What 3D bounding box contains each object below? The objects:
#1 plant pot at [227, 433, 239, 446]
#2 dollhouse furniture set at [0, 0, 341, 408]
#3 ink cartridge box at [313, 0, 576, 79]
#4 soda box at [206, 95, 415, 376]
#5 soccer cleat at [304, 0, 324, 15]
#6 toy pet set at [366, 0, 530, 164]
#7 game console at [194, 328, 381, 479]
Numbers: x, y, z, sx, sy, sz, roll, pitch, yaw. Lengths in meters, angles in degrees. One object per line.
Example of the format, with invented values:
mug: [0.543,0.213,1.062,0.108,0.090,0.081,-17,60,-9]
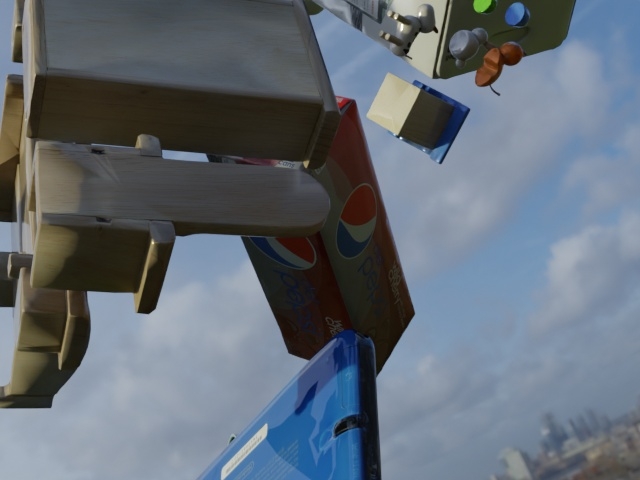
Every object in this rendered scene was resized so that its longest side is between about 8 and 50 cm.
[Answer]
plant pot: [-0.040,0.452,1.838,0.196,0.293,0.293,-1,-21,-13]
dollhouse furniture set: [-0.122,0.017,0.761,0.174,0.303,0.355,3,-46,-19]
ink cartridge box: [0.111,-0.306,1.243,0.211,0.289,0.121,-22,-44,-34]
soda box: [0.000,0.000,0.917,0.083,0.092,0.263,-56,-33,-29]
soccer cleat: [0.004,-0.514,1.796,0.116,0.331,0.143,23,-31,-39]
toy pet set: [0.092,-0.110,0.772,0.065,0.122,0.114,18,-77,-40]
game console: [0.015,0.255,0.831,0.173,0.250,0.293,24,-49,-22]
